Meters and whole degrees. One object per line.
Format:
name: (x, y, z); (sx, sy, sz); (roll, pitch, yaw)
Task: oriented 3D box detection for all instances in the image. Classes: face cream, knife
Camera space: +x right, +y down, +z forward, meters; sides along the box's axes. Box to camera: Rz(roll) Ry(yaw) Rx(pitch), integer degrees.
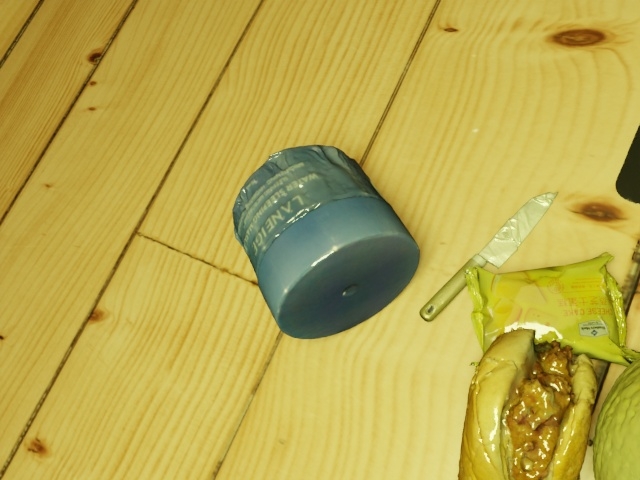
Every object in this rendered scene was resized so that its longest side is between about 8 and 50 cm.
face cream: (0.000, 0.000, 0.850); (0.249, 0.249, 0.225); (-37, 55, 7)
knife: (0.274, 0.026, 0.842); (0.298, 0.017, 0.047); (-46, 59, -3)

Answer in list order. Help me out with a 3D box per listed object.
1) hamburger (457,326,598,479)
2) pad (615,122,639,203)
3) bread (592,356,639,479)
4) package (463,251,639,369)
hamburger: (0.254, 0.265, 0.654); (0.155, 0.245, 0.282); (10, 58, 28)
pad: (0.591, -0.105, 0.752); (0.267, 0.004, 0.181); (21, 79, 32)
bread: (0.438, 0.243, 0.515); (0.320, 0.237, 0.321); (7, 108, 24)
package: (0.317, 0.104, 0.742); (0.226, 0.090, 0.169); (-10, 66, 20)
